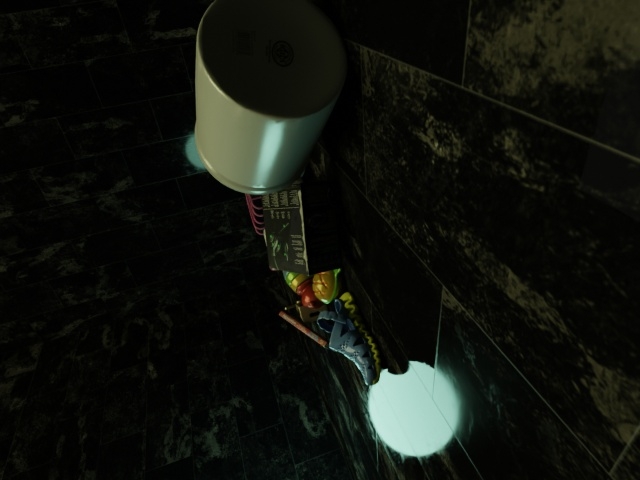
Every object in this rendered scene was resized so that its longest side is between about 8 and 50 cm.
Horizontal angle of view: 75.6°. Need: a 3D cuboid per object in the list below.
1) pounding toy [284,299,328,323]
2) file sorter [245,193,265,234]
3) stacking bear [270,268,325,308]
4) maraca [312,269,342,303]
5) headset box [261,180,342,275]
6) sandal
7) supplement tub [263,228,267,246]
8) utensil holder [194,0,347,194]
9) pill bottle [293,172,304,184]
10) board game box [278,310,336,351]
[{"bbox_3d":[-0.072,0.339,1.968,0.206,0.180,0.094,171,83,-79],"label":"pounding toy"},{"bbox_3d":[-0.216,-0.172,1.746,0.291,0.182,0.202,104,149,-68],"label":"file sorter"},{"bbox_3d":[-0.075,0.181,1.859,0.164,0.175,0.289,-48,60,25],"label":"stacking bear"},{"bbox_3d":[0.029,0.131,1.438,0.127,0.099,0.186,44,124,50],"label":"maraca"},{"bbox_3d":[-0.062,-0.032,1.277,0.246,0.131,0.284,2,99,55],"label":"headset box"},{"bbox_3d":[0.087,0.313,1.288,0.318,0.138,0.126,-119,20,-44],"label":"sandal"},{"bbox_3d":[-0.126,-0.006,1.727,0.144,0.199,0.145,164,90,-78],"label":"supplement tub"},{"bbox_3d":[-0.133,-0.328,0.985,0.385,0.327,0.328,139,115,-69],"label":"utensil holder"},{"bbox_3d":[-0.167,-0.325,1.556,0.182,0.181,0.323,103,150,-67],"label":"pill bottle"},{"bbox_3d":[-0.055,0.416,1.896,0.281,0.027,0.145,28,172,32],"label":"board game box"}]
